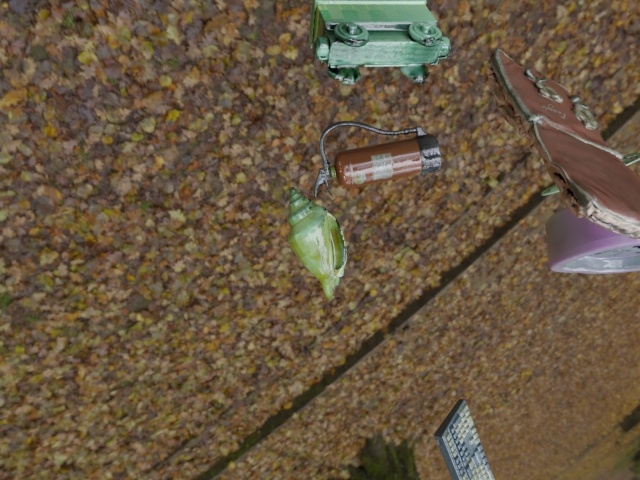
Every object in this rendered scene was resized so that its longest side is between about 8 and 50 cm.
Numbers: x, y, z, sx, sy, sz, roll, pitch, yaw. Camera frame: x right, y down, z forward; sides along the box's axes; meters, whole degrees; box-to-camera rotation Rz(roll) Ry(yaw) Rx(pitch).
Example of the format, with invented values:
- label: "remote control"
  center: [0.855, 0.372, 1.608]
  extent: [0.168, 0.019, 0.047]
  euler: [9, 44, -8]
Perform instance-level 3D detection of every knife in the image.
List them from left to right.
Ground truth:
- label: "knife"
  center: [0.804, -0.192, 1.539]
  extent: [0.293, 0.043, 0.020]
  euler: [-26, 132, 37]

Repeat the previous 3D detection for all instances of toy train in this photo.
- label: "toy train"
  center: [0.122, -0.433, 1.100]
  extent: [0.301, 0.202, 0.120]
  euler: [-5, 140, -12]

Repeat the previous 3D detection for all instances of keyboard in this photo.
- label: "keyboard"
  center: [0.167, 0.256, 0.558]
  extent: [0.055, 0.014, 0.176]
  euler: [-40, 115, -38]

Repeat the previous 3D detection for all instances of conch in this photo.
- label: "conch"
  center: [-0.004, -0.001, 0.870]
  extent: [0.095, 0.080, 0.200]
  euler: [-45, 124, -24]

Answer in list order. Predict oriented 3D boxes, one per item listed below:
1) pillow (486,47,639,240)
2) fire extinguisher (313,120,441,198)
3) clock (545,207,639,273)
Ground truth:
- label: "pillow"
  center: [0.232, -0.088, 0.472]
  extent: [0.126, 0.232, 0.043]
  euler: [12, 134, -23]
- label: "fire extinguisher"
  center: [0.146, -0.250, 1.499]
  extent: [0.376, 0.200, 0.113]
  euler: [-13, 167, -2]
- label: "clock"
  center: [0.612, -0.013, 0.985]
  extent: [0.339, 0.102, 0.338]
  euler: [-2, 167, 0]
